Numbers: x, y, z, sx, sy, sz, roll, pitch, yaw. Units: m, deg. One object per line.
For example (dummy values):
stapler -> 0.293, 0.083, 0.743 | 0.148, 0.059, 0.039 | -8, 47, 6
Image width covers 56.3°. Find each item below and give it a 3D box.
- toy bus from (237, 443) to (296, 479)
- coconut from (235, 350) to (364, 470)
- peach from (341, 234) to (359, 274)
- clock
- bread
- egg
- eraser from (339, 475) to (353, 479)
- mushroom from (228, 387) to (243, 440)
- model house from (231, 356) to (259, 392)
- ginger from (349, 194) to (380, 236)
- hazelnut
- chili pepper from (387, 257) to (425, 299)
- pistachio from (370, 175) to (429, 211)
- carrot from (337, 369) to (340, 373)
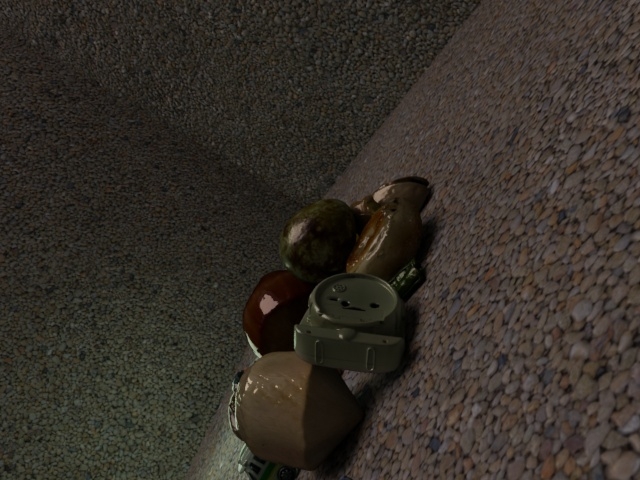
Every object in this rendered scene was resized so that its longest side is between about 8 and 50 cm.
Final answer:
toy bus -> -0.121, 0.580, 1.721 | 0.276, 0.165, 0.133 | -59, 7, 2
coconut -> -0.047, 0.419, 1.503 | 0.329, 0.329, 0.329 | -58, 9, 14
peach -> 0.116, 0.067, 2.160 | 0.251, 0.153, 0.251 | -43, 7, 6
clock -> 0.084, 0.184, 1.502 | 0.324, 0.265, 0.108 | -72, -16, -57
bread -> 0.198, 0.021, 1.769 | 0.305, 0.159, 0.305 | -59, 4, 7
egg -> 0.000, 0.000, 1.914 | 0.289, 0.238, 0.238 | -51, 11, 14
eraser -> 0.037, 0.566, 1.310 | 0.084, 0.027, 0.063 | -55, 11, 29
mushroom -> -0.247, 0.619, 2.181 | 0.226, 0.178, 0.226 | -13, 63, 27
model house -> -0.207, 0.518, 2.419 | 0.291, 0.184, 0.253 | -53, 0, -2
ginger -> 0.154, -0.004, 1.969 | 0.086, 0.131, 0.294 | -32, -55, -51
hazelnut -> -0.098, 0.254, 2.050 | 0.366, 0.366, 0.366 | -58, 9, 14
chili pepper -> 0.170, 0.190, 1.682 | 0.359, 0.076, 0.085 | -54, 32, 32
pistachio -> 0.259, -0.126, 1.990 | 0.238, 0.153, 0.138 | -29, 32, 23
carrot -> 0.004, 0.417, 1.877 | 0.072, 0.072, 0.205 | -63, 7, -19
